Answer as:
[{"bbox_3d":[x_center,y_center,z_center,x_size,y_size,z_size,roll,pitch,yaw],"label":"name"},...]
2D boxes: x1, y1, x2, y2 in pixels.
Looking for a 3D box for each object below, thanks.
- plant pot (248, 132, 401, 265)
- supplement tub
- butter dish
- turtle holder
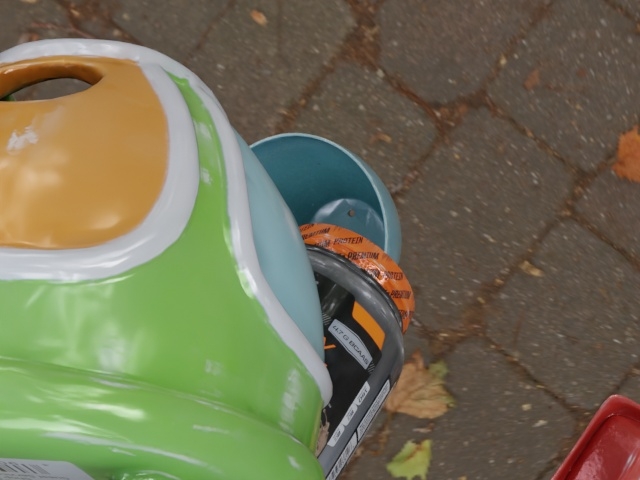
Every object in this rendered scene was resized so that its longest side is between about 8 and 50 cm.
[{"bbox_3d":[0.000,0.000,1.596,0.290,0.195,0.290,-1,88,26],"label":"plant pot"},{"bbox_3d":[-0.052,0.150,1.083,0.207,0.207,0.338,17,50,23],"label":"supplement tub"},{"bbox_3d":[0.367,0.285,1.272,0.160,0.160,0.118,-56,28,4],"label":"butter dish"},{"bbox_3d":[-0.093,0.052,0.526,0.243,0.320,0.227,-11,62,33],"label":"turtle holder"}]
